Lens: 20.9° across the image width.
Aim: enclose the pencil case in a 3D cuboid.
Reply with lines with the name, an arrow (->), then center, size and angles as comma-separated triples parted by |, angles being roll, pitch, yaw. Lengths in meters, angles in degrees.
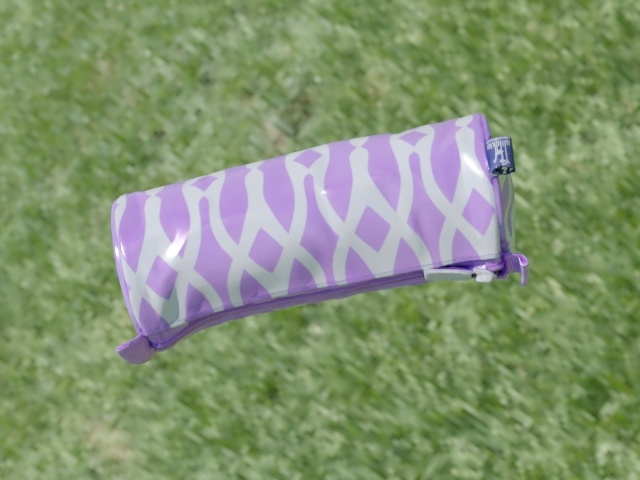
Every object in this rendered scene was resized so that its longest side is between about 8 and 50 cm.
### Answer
pencil case -> 0.000, 0.000, 0.845 | 0.206, 0.086, 0.088 | -12, 69, 11
